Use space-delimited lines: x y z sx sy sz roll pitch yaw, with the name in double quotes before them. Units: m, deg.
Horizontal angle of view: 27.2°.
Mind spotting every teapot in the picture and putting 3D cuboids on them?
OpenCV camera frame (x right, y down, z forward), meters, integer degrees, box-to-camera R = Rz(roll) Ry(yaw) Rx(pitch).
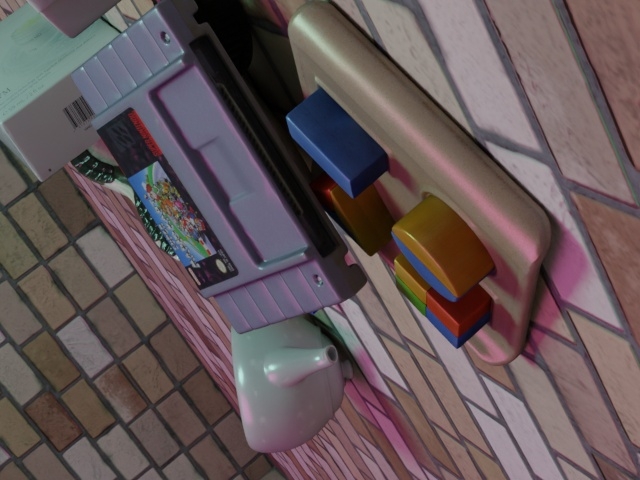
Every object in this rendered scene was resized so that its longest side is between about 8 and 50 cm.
"teapot" -0.039 0.224 2.164 0.256 0.187 0.252 -100 1 -60

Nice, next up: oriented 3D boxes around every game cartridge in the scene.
"game cartridge" -0.119 -0.068 1.417 0.230 0.068 0.355 -23 102 50

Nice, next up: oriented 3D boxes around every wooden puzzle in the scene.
"wooden puzzle" 0.075 -0.029 1.284 0.322 0.080 0.348 47 166 18

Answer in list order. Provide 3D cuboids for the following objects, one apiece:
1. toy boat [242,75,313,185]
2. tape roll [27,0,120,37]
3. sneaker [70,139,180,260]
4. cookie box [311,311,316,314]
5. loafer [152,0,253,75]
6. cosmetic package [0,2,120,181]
"toy boat" -0.099 -0.061 1.594 0.267 0.148 0.318 54 172 29
"tape roll" -0.345 -0.376 1.552 0.286 0.100 0.286 52 -177 -3
"sneaker" -0.216 -0.088 2.094 0.410 0.158 0.182 41 -165 31
"cookie box" -0.036 0.045 1.946 0.107 0.040 0.092 45 166 24
"loafer" -0.144 -0.268 1.410 0.220 0.080 0.078 62 174 -20
"cosmetic package" -0.419 -0.248 2.030 0.225 0.224 0.138 38 162 42
